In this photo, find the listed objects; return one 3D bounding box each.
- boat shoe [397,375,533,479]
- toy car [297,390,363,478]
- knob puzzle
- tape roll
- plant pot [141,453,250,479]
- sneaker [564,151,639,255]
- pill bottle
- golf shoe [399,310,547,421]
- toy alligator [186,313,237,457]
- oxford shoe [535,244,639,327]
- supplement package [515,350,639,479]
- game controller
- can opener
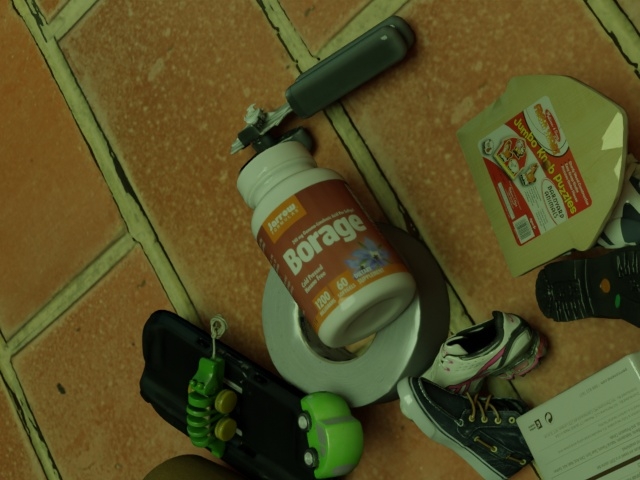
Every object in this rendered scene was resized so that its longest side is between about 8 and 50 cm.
[{"bbox_3d":[0.166,0.184,1.295,0.083,0.183,0.065,-38,31,22],"label":"boat shoe"},{"bbox_3d":[0.026,0.272,1.334,0.053,0.239,0.224,-28,70,53],"label":"toy car"},{"bbox_3d":[0.235,-0.079,1.215,0.213,0.030,0.213,8,100,49],"label":"knob puzzle"},{"bbox_3d":[0.038,0.085,1.427,0.219,0.072,0.219,-1,89,34],"label":"tape roll"},{"bbox_3d":[-0.118,0.376,1.450,0.254,0.237,0.237,42,111,42],"label":"plant pot"},{"bbox_3d":[0.306,-0.071,1.236,0.235,0.094,0.153,-11,91,43],"label":"sneaker"},{"bbox_3d":[0.000,0.000,1.337,0.121,0.121,0.216,-45,66,24],"label":"pill bottle"},{"bbox_3d":[0.151,0.134,1.335,0.186,0.086,0.067,-37,34,25],"label":"golf shoe"},{"bbox_3d":[-0.135,0.179,1.435,0.056,0.051,0.189,19,118,36],"label":"toy alligator"},{"bbox_3d":[0.322,0.043,1.200,0.227,0.096,0.082,4,96,58],"label":"oxford shoe"},{"bbox_3d":[0.350,0.248,1.123,0.175,0.178,0.292,-44,65,49],"label":"supplement package"},{"bbox_3d":[-0.105,0.207,1.503,0.319,0.067,0.166,28,123,31],"label":"game controller"},{"bbox_3d":[0.001,-0.168,1.471,0.280,0.074,0.093,-34,105,30],"label":"can opener"}]
